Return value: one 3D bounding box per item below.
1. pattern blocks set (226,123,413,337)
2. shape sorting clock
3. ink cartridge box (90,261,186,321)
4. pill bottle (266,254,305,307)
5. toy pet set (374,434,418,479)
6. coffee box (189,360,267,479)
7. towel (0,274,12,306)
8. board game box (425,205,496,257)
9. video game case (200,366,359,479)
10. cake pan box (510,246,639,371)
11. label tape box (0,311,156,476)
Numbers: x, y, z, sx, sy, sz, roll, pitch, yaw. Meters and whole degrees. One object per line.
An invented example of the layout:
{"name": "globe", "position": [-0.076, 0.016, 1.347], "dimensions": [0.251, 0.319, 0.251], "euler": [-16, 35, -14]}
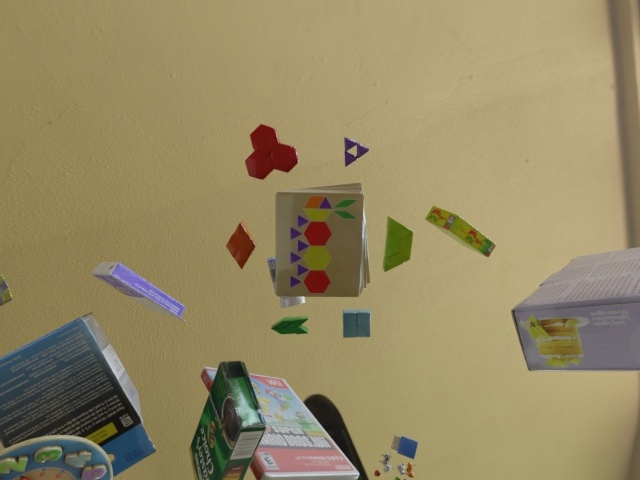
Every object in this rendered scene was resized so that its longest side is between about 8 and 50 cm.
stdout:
{"name": "pattern blocks set", "position": [0.000, 0.000, 0.682], "dimensions": [0.286, 0.026, 0.324], "euler": [9, -77, -3]}
{"name": "shape sorting clock", "position": [-0.414, 0.377, 0.632], "dimensions": [0.206, 0.040, 0.206], "euler": [-11, -68, -29]}
{"name": "ink cartridge box", "position": [-0.446, 0.126, 1.090], "dimensions": [0.206, 0.208, 0.045], "euler": [44, -117, -32]}
{"name": "pill bottle", "position": [-0.087, 0.102, 1.133], "dimensions": [0.078, 0.078, 0.137], "euler": [-14, -94, -16]}
{"name": "toy pet set", "position": [0.213, 0.558, 1.096], "dimensions": [0.122, 0.065, 0.114], "euler": [30, -110, -29]}
{"name": "coffee box", "position": [-0.132, 0.272, 0.596], "dimensions": [0.041, 0.113, 0.184], "euler": [7, -61, -31]}
{"name": "towel", "position": [-0.875, 0.142, 1.185], "dimensions": [0.060, 0.009, 0.083], "euler": [-34, -107, 2]}
{"name": "board game box", "position": [0.363, -0.022, 1.124], "dimensions": [0.181, 0.092, 0.043], "euler": [28, -86, -34]}
{"name": "video game case", "position": [-0.083, 0.332, 0.795], "dimensions": [0.204, 0.285, 0.025], "euler": [24, -85, -38]}
{"name": "cake pan box", "position": [0.348, 0.045, 0.408], "dimensions": [0.267, 0.246, 0.070], "euler": [-14, -90, -48]}
{"name": "label tape box", "position": [-0.541, 0.362, 0.942], "dimensions": [0.241, 0.106, 0.333], "euler": [-28, -85, -16]}
